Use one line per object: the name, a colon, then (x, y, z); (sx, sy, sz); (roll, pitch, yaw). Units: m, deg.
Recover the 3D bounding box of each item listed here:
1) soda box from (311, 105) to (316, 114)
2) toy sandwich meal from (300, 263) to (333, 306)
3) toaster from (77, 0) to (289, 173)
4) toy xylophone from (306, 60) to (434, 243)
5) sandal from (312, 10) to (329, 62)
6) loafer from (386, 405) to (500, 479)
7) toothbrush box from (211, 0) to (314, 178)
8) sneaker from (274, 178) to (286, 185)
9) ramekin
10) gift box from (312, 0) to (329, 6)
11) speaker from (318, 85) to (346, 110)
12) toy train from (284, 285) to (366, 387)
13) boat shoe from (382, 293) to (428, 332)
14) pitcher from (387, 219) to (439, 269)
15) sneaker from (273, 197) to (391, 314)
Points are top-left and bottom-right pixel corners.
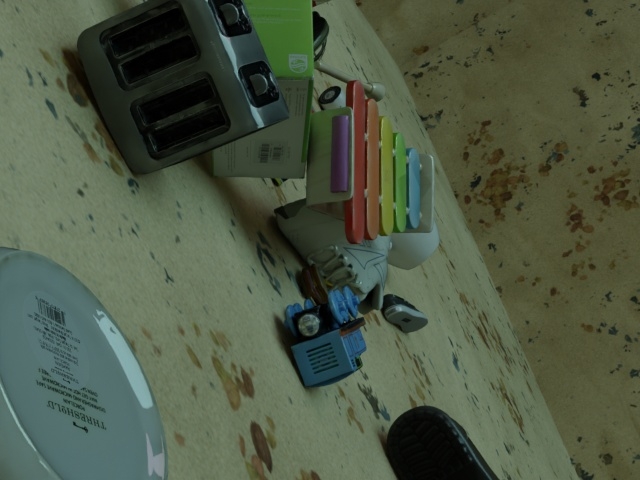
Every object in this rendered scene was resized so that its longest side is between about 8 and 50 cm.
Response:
soda box: (-0.059, -0.240, 1.925); (0.181, 0.058, 0.061); (61, 13, -6)
toy sandwich meal: (0.000, 0.067, 1.566); (0.085, 0.029, 0.085); (57, 14, -22)
toaster: (-0.148, -0.170, 1.196); (0.110, 0.186, 0.168); (-44, 113, -74)
toy xylophone: (0.062, -0.114, 1.521); (0.323, 0.081, 0.236); (-2, 89, -66)
sandal: (-0.031, -0.375, 2.209); (0.303, 0.120, 0.086); (-80, 154, -71)
loafer: (0.223, 0.381, 1.537); (0.365, 0.134, 0.130); (64, 13, 10)
toothbrush box: (-0.074, -0.246, 1.407); (0.206, 0.122, 0.283); (98, -10, -59)
sneaker: (-0.051, -0.106, 1.721); (0.031, 0.035, 0.083); (58, 13, -19)
ramekin: (-0.174, 0.101, 0.634); (0.207, 0.109, 0.207); (56, 14, -22)
gift box: (-0.086, -0.491, 1.869); (0.276, 0.255, 0.258); (23, 48, -80)
speaker: (0.052, -0.254, 2.396); (0.136, 0.055, 0.055); (52, 16, -36)
toy train: (0.012, 0.117, 1.413); (0.184, 0.080, 0.105); (-4, 75, -79)
boat shoe: (0.145, 0.123, 1.977); (0.142, 0.049, 0.040); (33, 30, -61)
pitcher: (0.111, -0.035, 2.062); (0.207, 0.125, 0.177); (48, 36, -12)
sneaker: (0.032, 0.018, 1.639); (0.297, 0.111, 0.129); (32, 47, -57)
